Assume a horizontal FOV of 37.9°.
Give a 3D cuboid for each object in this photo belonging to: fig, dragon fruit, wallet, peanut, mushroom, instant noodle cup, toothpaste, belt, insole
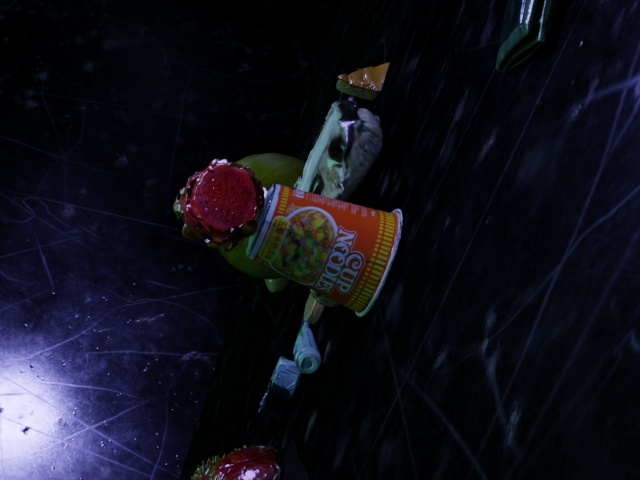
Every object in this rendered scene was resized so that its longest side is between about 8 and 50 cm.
[{"bbox_3d":[-0.106,-0.073,2.216,0.316,0.316,0.316,-160,90,-82],"label":"fig"},{"bbox_3d":[-0.149,-0.062,1.486,0.150,0.133,0.207,-37,5,23],"label":"dragon fruit"},{"bbox_3d":[0.269,-0.336,1.151,0.160,0.055,0.235,127,162,-84],"label":"wallet"},{"bbox_3d":[-0.103,0.052,2.503,0.089,0.089,0.192,130,154,-66],"label":"peanut"},{"bbox_3d":[0.036,-0.130,1.923,0.247,0.130,0.344,-98,27,-52],"label":"mushroom"},{"bbox_3d":[0.000,0.000,1.512,0.193,0.212,0.193,-159,90,-82],"label":"instant noodle cup"},{"bbox_3d":[-0.030,0.210,1.799,0.297,0.048,0.074,-134,61,-85],"label":"toothpaste"},{"bbox_3d":[-0.076,0.293,1.844,0.105,0.058,0.140,-72,3,-54],"label":"belt"},{"bbox_3d":[-0.154,0.437,1.670,0.120,0.161,0.127,150,120,-81],"label":"dragon fruit"},{"bbox_3d":[-0.046,0.413,1.546,0.322,0.007,0.109,-127,59,-80],"label":"insole"}]

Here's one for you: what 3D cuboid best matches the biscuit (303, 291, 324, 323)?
[{"bbox_3d":[0.021,0.060,1.858,0.153,0.030,0.234,-103,34,-75],"label":"biscuit"}]

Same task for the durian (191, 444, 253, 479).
[{"bbox_3d":[-0.199,0.527,1.946,0.252,0.145,0.139,-91,0,-54],"label":"durian"}]

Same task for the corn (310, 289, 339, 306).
[{"bbox_3d":[0.007,0.025,1.736,0.253,0.086,0.086,-104,34,-56],"label":"corn"}]

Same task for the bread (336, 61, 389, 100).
[{"bbox_3d":[0.093,-0.381,2.179,0.084,0.109,0.080,122,162,-72],"label":"bread"}]

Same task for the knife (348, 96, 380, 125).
[{"bbox_3d":[0.085,-0.260,2.108,0.278,0.053,0.123,-127,31,-78],"label":"knife"}]
